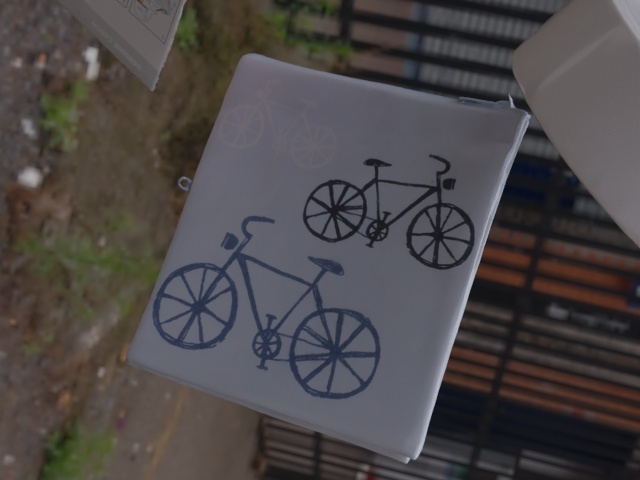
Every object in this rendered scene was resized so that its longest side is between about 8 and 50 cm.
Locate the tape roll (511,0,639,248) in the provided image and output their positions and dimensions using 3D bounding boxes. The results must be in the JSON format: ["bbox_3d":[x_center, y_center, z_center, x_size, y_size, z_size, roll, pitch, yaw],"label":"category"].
[{"bbox_3d":[0.283,-0.081,1.135,0.100,0.286,0.286,-42,-172,23],"label":"tape roll"}]

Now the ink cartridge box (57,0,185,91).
[{"bbox_3d":[-0.182,-0.306,1.227,0.060,0.275,0.239,-31,158,-42],"label":"ink cartridge box"}]

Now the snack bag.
[{"bbox_3d":[0.000,0.000,1.320,0.037,0.323,0.343,34,73,-62],"label":"snack bag"}]
